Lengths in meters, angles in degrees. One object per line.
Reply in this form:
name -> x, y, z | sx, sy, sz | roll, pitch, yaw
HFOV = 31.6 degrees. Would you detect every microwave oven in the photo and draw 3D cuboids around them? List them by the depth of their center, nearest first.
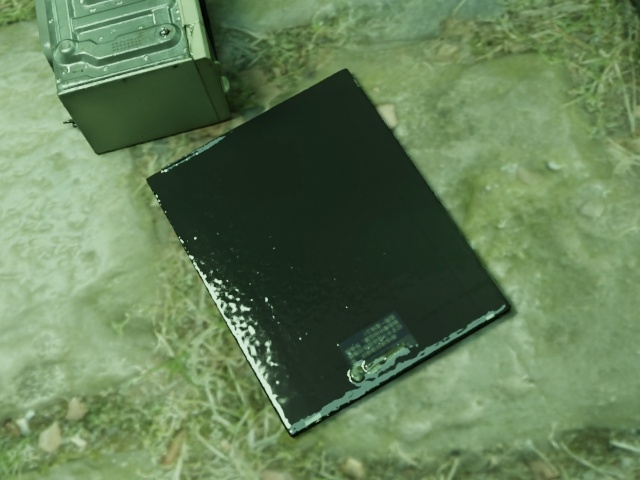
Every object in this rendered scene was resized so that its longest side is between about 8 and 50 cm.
microwave oven -> -0.215, -0.244, 1.246 | 0.194, 0.145, 0.240 | -13, 65, -1

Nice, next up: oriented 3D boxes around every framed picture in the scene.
framed picture -> 0.000, 0.000, 1.174 | 0.255, 0.014, 0.339 | -30, 65, -5
